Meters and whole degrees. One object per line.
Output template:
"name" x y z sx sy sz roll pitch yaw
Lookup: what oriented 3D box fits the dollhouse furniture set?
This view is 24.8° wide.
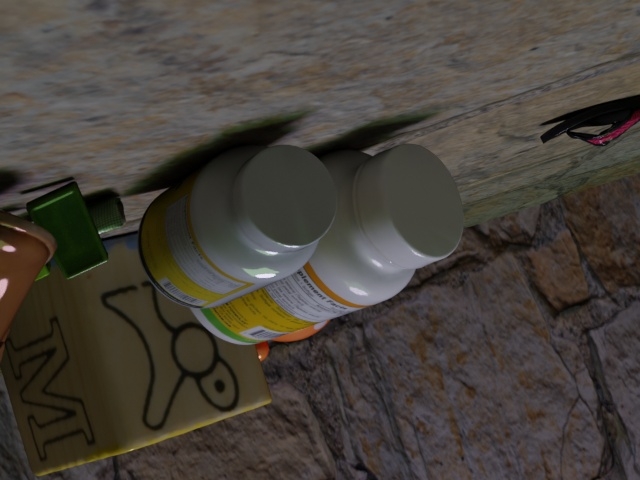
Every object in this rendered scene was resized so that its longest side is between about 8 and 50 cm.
"dollhouse furniture set" -0.186 -0.019 1.052 0.076 0.058 0.152 -24 -165 -3

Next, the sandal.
"sandal" 0.321 -0.127 1.573 0.179 0.040 0.067 -16 176 -23

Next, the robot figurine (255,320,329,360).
"robot figurine" -0.035 0.038 1.534 0.158 0.128 0.219 -27 -174 5

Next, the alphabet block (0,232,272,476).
"alphabet block" -0.195 0.106 1.451 0.192 0.197 0.193 -13 174 -40

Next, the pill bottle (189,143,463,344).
"pill bottle" 0.000 0.000 1.273 0.245 0.136 0.136 -21 174 42

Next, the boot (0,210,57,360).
"boot" -0.231 0.065 0.938 0.073 0.152 0.197 20 159 -6

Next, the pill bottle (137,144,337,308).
"pill bottle" -0.061 -0.013 1.088 0.103 0.103 0.184 -15 175 -29
